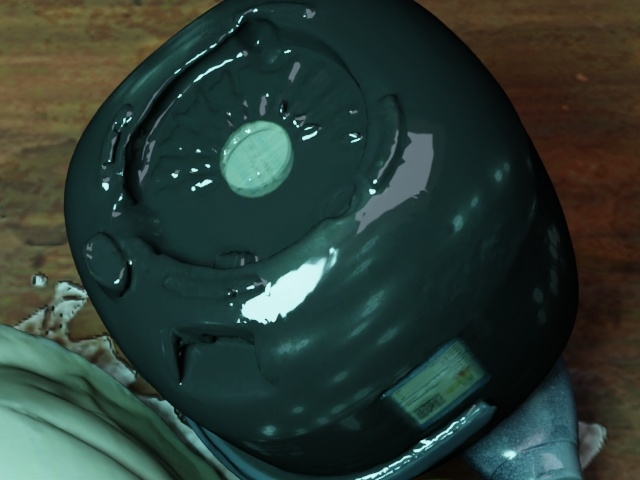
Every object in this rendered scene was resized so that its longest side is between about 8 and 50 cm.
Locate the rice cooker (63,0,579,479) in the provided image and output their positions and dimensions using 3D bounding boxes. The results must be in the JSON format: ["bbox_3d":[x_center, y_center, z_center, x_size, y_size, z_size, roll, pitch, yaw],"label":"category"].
[{"bbox_3d":[0.000,0.000,0.913,0.267,0.224,0.267,-9,65,20],"label":"rice cooker"}]

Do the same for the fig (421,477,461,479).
[{"bbox_3d":[0.068,0.156,0.892,0.089,0.125,0.089,3,55,-5],"label":"fig"}]

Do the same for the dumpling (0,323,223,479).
[{"bbox_3d":[-0.145,0.148,0.896,0.175,0.243,0.227,-28,27,25],"label":"dumpling"}]

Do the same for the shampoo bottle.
[{"bbox_3d":[0.089,0.054,1.014,0.087,0.049,0.233,-18,56,-6],"label":"shampoo bottle"}]
